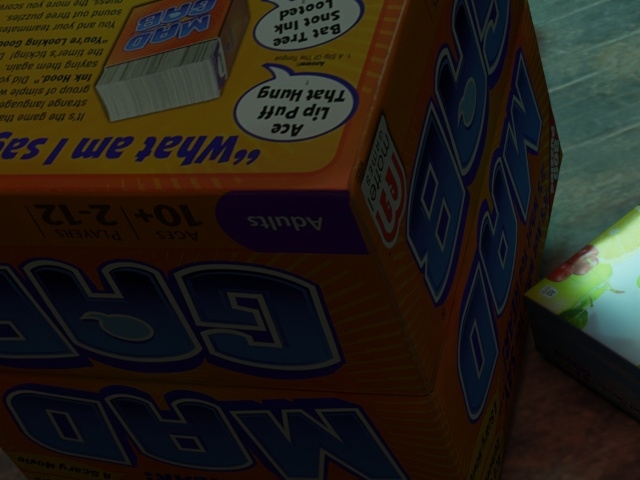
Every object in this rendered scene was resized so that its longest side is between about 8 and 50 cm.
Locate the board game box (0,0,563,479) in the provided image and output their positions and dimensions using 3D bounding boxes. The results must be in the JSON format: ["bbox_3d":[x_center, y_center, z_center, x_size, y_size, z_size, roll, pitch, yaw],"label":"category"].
[{"bbox_3d":[-0.057,-0.048,0.961,0.356,0.356,0.356,1,50,22],"label":"board game box"}]

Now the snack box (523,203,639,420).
[{"bbox_3d":[0.281,0.040,0.983,0.207,0.070,0.174,-36,43,-18],"label":"snack box"}]
